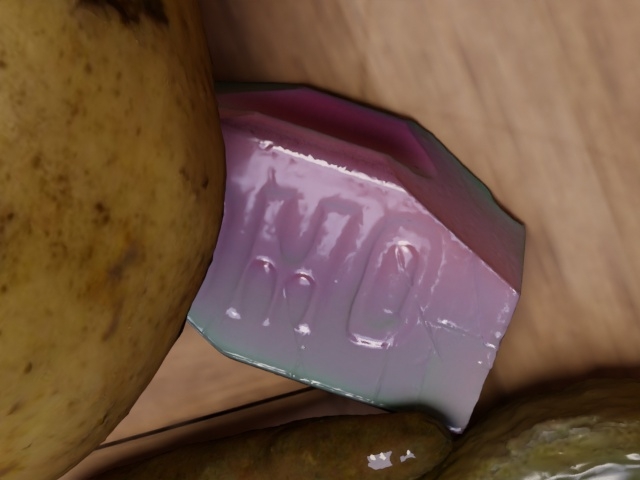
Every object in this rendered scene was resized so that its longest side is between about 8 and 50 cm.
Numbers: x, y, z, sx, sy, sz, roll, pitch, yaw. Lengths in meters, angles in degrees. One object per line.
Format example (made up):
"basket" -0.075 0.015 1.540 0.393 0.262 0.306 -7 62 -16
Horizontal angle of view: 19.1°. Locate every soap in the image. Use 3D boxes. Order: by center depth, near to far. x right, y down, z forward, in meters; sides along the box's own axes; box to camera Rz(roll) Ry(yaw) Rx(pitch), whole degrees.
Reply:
"soap" 0.000 0.000 0.708 0.149 0.056 0.100 19 116 -1

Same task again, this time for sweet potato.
"sweet potato" -0.057 0.116 0.762 0.269 0.075 0.075 -32 108 30

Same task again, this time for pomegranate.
"pomegranate" -0.167 -0.034 0.594 0.281 0.281 0.281 4 117 7

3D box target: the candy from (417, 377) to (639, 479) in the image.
"candy" 0.122 0.177 0.719 0.260 0.118 0.259 1 97 9
